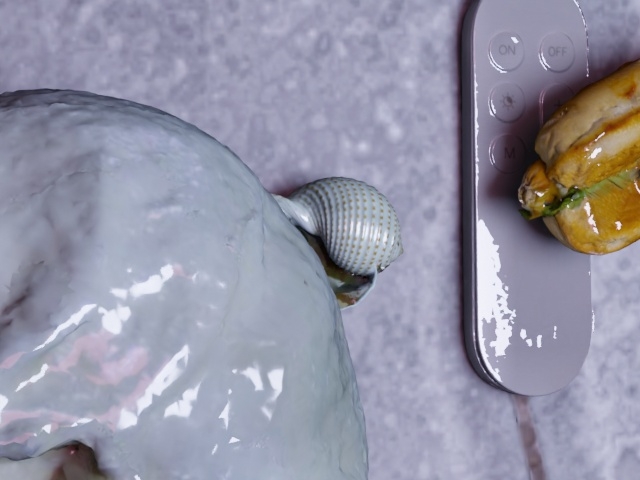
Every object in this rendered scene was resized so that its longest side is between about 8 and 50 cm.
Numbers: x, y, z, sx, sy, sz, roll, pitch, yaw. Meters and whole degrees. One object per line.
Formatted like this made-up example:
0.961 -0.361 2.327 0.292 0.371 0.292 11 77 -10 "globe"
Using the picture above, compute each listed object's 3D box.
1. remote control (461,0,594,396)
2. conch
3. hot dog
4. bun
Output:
0.120 -0.032 1.142 0.077 0.022 0.245 0 89 -19 "remote control"
0.002 0.000 1.082 0.085 0.056 0.076 20 100 11 "conch"
0.209 -0.068 1.138 0.250 0.076 0.104 -24 122 -24 "hot dog"
-0.137 0.112 0.926 0.362 0.211 0.362 -7 111 -20 "bun"
